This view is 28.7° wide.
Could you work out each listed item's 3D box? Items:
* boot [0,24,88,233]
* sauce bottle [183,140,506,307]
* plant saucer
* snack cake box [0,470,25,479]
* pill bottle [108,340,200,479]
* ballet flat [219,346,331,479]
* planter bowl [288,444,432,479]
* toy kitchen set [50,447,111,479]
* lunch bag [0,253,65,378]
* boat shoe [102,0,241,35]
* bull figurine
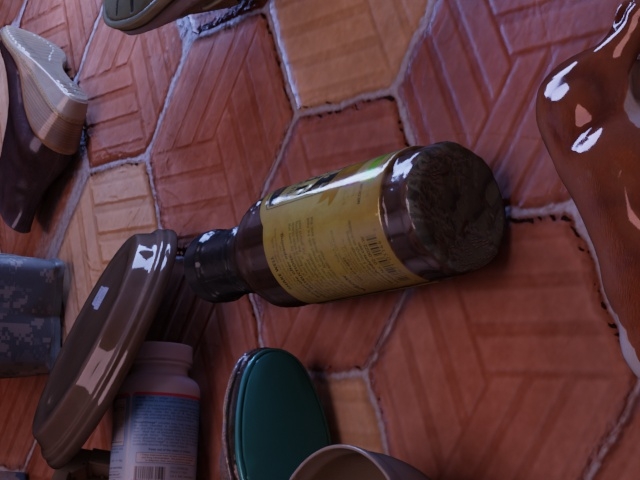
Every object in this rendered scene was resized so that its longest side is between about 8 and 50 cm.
[{"bbox_3d":[-0.401,-0.153,1.657,0.207,0.090,0.248,-59,44,20],"label":"boot"},{"bbox_3d":[0.000,0.000,1.072,0.344,0.111,0.111,-14,70,49],"label":"sauce bottle"},{"bbox_3d":[-0.232,0.105,1.311,0.278,0.041,0.278,-55,16,24],"label":"plant saucer"},{"bbox_3d":[-0.471,0.397,1.594,0.264,0.089,0.152,-30,59,45],"label":"snack cake box"},{"bbox_3d":[-0.165,0.185,1.256,0.087,0.087,0.160,-15,68,50],"label":"pill bottle"},{"bbox_3d":[-0.038,0.247,1.064,0.106,0.108,0.316,-50,43,46],"label":"ballet flat"},{"bbox_3d":[0.051,0.238,0.939,0.162,0.109,0.162,-18,67,49],"label":"planter bowl"},{"bbox_3d":[-0.240,0.271,1.324,0.075,0.083,0.068,-77,-5,-47],"label":"toy kitchen set"},{"bbox_3d":[-0.491,0.091,1.584,0.287,0.235,0.168,-5,82,51],"label":"lunch bag"},{"bbox_3d":[-0.122,-0.285,1.318,0.302,0.103,0.113,-17,67,49],"label":"boat shoe"},{"bbox_3d":[0.234,-0.023,0.785,0.188,0.101,0.310,-45,50,31],"label":"bull figurine"}]
